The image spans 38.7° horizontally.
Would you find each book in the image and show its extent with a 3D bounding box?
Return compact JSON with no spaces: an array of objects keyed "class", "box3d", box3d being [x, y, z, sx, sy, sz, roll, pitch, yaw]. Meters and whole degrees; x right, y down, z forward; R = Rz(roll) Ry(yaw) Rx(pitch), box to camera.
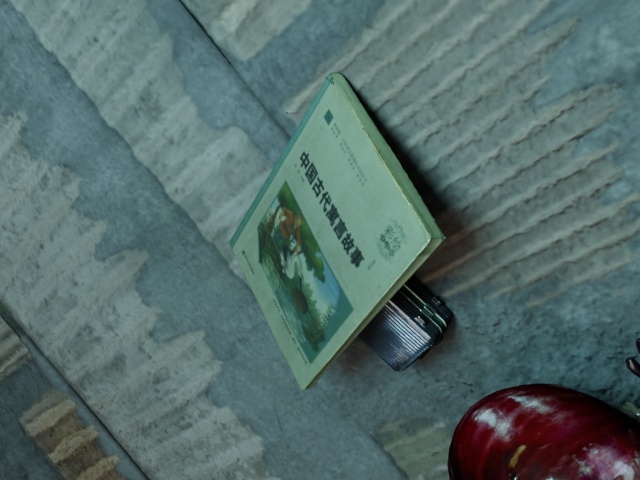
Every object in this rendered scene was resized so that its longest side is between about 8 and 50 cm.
[{"class":"book","box3d":[0.000,0.000,0.937,0.215,0.025,0.283,60,139,26]}]

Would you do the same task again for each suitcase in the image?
[{"class":"suitcase","box3d":[0.071,0.074,0.966,0.126,0.059,0.086,43,134,5]}]

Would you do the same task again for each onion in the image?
[{"class":"onion","box3d":[0.263,0.261,0.844,0.314,0.232,0.314,51,168,16]}]

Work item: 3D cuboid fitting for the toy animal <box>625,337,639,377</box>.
[{"class":"toy animal","box3d":[0.375,0.056,0.724,0.195,0.090,0.324,25,131,20]}]
